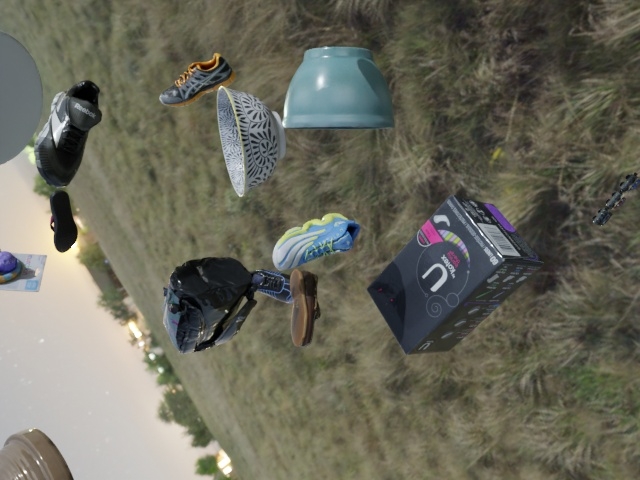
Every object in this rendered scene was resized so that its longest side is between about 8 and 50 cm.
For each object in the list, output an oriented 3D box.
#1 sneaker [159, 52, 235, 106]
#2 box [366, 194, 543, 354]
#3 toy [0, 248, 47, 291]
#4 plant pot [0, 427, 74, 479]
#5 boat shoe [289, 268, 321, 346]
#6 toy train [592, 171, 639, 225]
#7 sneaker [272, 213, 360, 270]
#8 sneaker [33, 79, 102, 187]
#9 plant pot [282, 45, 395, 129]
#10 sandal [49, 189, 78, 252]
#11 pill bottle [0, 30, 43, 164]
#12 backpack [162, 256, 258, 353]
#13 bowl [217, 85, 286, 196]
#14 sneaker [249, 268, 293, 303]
[{"bbox_3d":[-0.340,-0.434,1.525,0.084,0.215,0.083,56,172,41],"label":"sneaker"},{"bbox_3d":[0.242,0.070,1.057,0.270,0.143,0.165,-53,50,30],"label":"box"},{"bbox_3d":[-0.697,0.040,1.153,0.137,0.237,0.056,-115,35,-53],"label":"toy"},{"bbox_3d":[-0.495,0.441,0.925,0.237,0.110,0.237,11,107,38],"label":"plant pot"},{"bbox_3d":[-0.031,0.166,1.395,0.073,0.073,0.206,-39,43,46],"label":"boat shoe"},{"bbox_3d":[0.758,-0.103,1.440,0.036,0.158,0.027,24,-156,-15],"label":"toy train"},{"bbox_3d":[0.000,0.000,1.355,0.126,0.240,0.091,7,124,46],"label":"sneaker"},{"bbox_3d":[-0.452,-0.206,1.027,0.078,0.106,0.234,30,-135,-40],"label":"sneaker"},{"bbox_3d":[0.045,-0.385,1.446,0.293,0.293,0.196,18,112,60],"label":"plant pot"},{"bbox_3d":[-0.695,-0.053,1.512,0.040,0.067,0.179,20,118,31],"label":"sandal"},{"bbox_3d":[-0.620,-0.238,0.799,0.392,0.224,0.224,16,146,14],"label":"pill bottle"},{"bbox_3d":[-0.205,0.113,0.985,0.115,0.152,0.182,62,143,35],"label":"backpack"},{"bbox_3d":[-0.102,-0.157,0.875,0.170,0.080,0.170,168,90,-73],"label":"bowl"},{"bbox_3d":[-0.138,0.127,1.618,0.090,0.081,0.232,21,169,-34],"label":"sneaker"}]
